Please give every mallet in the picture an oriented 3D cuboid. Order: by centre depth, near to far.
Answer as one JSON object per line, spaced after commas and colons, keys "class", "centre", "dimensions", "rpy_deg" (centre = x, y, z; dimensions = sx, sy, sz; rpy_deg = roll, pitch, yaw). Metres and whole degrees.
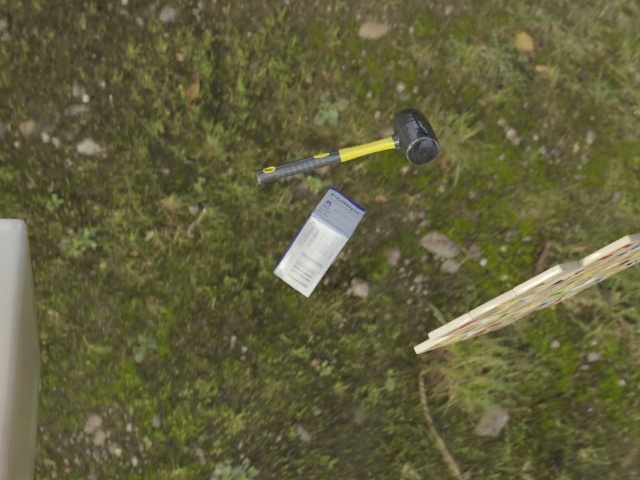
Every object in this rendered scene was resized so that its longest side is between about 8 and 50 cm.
{"class": "mallet", "centre": [0.026, -0.095, 1.010], "dimensions": [0.190, 0.039, 0.062], "rpy_deg": [-10, 40, 4]}

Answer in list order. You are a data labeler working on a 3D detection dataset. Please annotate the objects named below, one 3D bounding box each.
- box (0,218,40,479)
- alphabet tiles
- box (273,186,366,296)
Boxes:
{"class": "box", "centre": [-0.212, 0.143, 0.487], "dimensions": [0.121, 0.148, 0.311], "rpy_deg": [-1, 45, -12]}
{"class": "alphabet tiles", "centre": [0.275, 0.058, 1.146], "dimensions": [0.343, 0.285, 0.011], "rpy_deg": [-5, 67, -55]}
{"class": "box", "centre": [0.000, 0.000, 1.552], "dimensions": [0.072, 0.126, 0.137], "rpy_deg": [35, 25, 0]}
